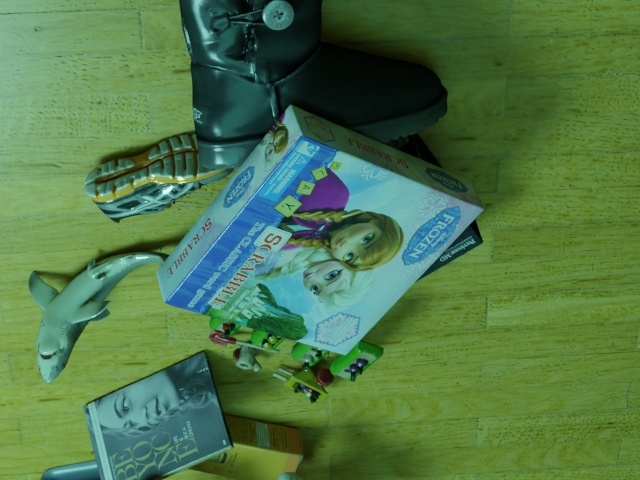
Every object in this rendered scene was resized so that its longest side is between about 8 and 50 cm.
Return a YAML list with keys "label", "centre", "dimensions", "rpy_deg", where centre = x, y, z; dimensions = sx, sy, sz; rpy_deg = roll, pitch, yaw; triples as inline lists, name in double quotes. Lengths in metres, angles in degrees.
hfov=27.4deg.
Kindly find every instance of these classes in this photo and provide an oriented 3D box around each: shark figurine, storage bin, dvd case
- label: "shark figurine"
  centre: [-0.313, 0.082, 1.949]
  dimensions: [0.278, 0.166, 0.116]
  rpy_deg: [-36, 147, -3]
- label: "storage bin"
  centre: [-0.381, 0.429, 2.156]
  dimensions: [0.135, 0.098, 0.091]
  rpy_deg: [-12, 134, 2]
- label: "dvd case"
  centre: [-0.254, 0.288, 2.037]
  dimensions: [0.221, 0.164, 0.018]
  rpy_deg: [-25, 152, 11]

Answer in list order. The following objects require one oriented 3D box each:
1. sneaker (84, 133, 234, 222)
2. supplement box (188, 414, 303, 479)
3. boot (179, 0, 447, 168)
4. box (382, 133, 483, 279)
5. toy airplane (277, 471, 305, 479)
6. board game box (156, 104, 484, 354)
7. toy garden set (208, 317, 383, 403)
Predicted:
- label: "sneaker"
  centre: [-0.219, -0.084, 1.848]
  dimensions: [0.214, 0.084, 0.083]
  rpy_deg: [-13, 137, 7]
- label: "supplement box"
  centre: [-0.150, 0.330, 2.119]
  dimensions: [0.233, 0.080, 0.078]
  rpy_deg: [13, 120, -16]
- label: "boot"
  centre: [-0.011, -0.339, 1.658]
  dimensions: [0.367, 0.146, 0.445]
  rpy_deg: [-15, 114, -22]
- label: "box"
  centre: [0.073, -0.017, 1.903]
  dimensions: [0.261, 0.103, 0.184]
  rpy_deg: [-31, 123, 14]
- label: "toy airplane"
  centre: [-0.114, 0.536, 2.085]
  dimensions: [0.386, 0.272, 0.384]
  rpy_deg: [10, 136, 4]
- label: "board game box"
  centre: [0.000, 0.000, 1.748]
  dimensions: [0.318, 0.066, 0.319]
  rpy_deg: [18, 126, -35]
- label: "toy garden set"
  centre: [-0.058, 0.176, 1.993]
  dimensions: [0.244, 0.049, 0.204]
  rpy_deg: [22, 149, -13]
